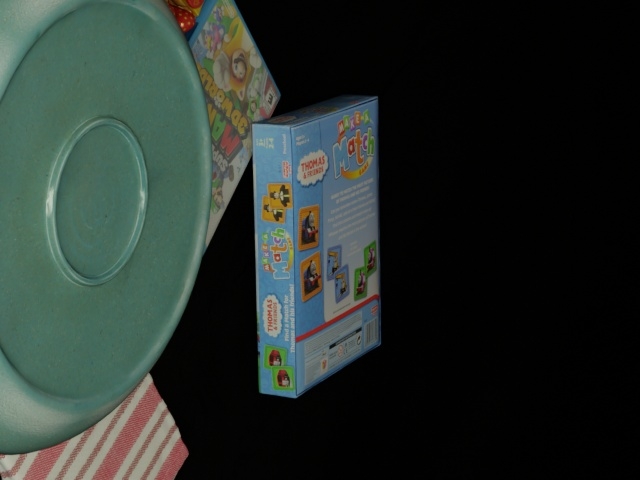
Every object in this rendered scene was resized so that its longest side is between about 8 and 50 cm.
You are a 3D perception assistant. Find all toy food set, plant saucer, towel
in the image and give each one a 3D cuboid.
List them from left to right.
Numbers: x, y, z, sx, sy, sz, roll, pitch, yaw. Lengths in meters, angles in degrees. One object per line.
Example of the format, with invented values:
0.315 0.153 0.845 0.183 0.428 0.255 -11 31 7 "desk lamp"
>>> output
-0.146 -0.025 1.084 0.317 0.044 0.317 -24 117 -60 "plant saucer"
-0.158 0.127 1.174 0.144 0.029 0.197 -60 139 -41 "towel"
-0.102 -0.185 1.259 0.083 0.020 0.082 51 48 -50 "toy food set"

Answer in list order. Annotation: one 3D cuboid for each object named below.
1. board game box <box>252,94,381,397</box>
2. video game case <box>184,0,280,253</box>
0.000 0.000 1.429 0.160 0.039 0.211 -25 118 -61 "board game box"
-0.083 -0.088 1.308 0.166 0.015 0.119 -66 145 -34 "video game case"
